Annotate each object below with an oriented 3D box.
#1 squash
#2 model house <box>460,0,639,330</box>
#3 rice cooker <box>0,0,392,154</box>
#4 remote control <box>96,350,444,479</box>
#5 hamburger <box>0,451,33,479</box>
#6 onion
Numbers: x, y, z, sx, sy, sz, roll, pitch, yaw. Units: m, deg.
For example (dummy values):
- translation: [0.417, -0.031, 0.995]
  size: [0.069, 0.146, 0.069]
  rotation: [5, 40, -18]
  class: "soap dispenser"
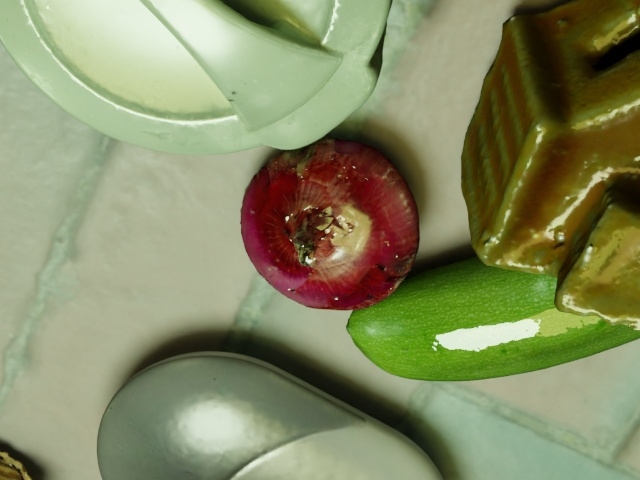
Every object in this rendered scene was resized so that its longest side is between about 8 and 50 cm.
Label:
- translation: [0.208, 0.040, 1.319]
  size: [0.395, 0.107, 0.107]
  rotation: [-18, 118, 15]
  class: "squash"
- translation: [0.207, -0.055, 1.201]
  size: [0.239, 0.268, 0.173]
  rotation: [-27, 135, 22]
  class: "model house"
- translation: [-0.075, -0.215, 1.093]
  size: [0.288, 0.277, 0.288]
  rotation: [3, 123, 4]
  class: "rice cooker"
- translation: [-0.041, 0.219, 1.458]
  size: [0.332, 0.103, 0.221]
  rotation: [29, 118, -10]
  class: "remote control"
- translation: [-0.361, 0.299, 1.479]
  size: [0.261, 0.245, 0.211]
  rotation: [4, 121, -43]
  class: "hamburger"
- translation: [0.000, 0.000, 1.296]
  size: [0.150, 0.140, 0.150]
  rotation: [6, 117, 13]
  class: "onion"
